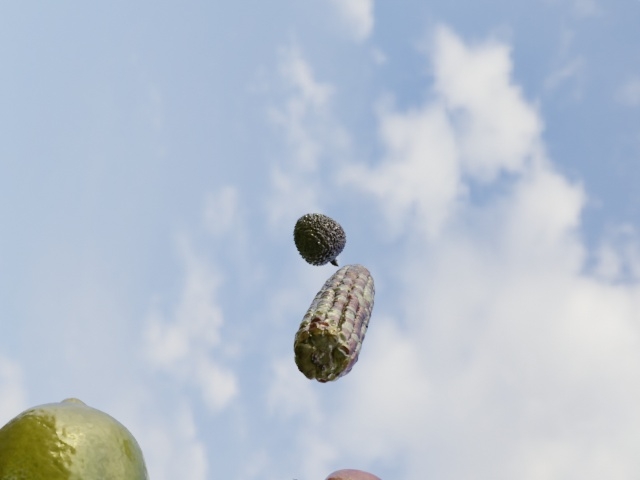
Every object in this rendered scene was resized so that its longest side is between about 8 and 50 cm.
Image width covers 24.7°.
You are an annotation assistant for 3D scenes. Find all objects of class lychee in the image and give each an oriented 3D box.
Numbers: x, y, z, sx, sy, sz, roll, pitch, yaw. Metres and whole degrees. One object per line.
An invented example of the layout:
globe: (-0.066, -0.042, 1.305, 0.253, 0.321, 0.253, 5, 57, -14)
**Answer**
lychee: (0.000, 0.000, 1.916, 0.083, 0.067, 0.068, 46, 1, 8)

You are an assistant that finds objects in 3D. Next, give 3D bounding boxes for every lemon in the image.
lemon: (-0.261, 0.269, 1.453, 0.184, 0.184, 0.248, -50, -159, 49)

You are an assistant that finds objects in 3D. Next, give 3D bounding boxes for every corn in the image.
corn: (0.024, 0.089, 1.683, 0.237, 0.079, 0.080, -57, 159, -67)

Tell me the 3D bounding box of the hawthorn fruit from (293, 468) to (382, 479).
hawthorn fruit: (0.042, 0.372, 2.037, 0.140, 0.125, 0.125, 50, -45, 25)
